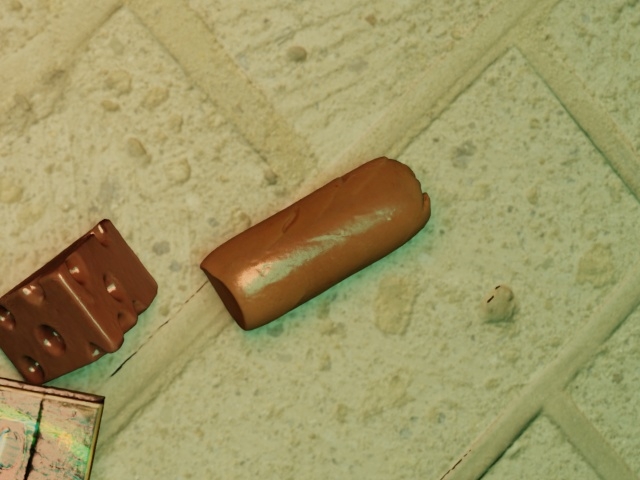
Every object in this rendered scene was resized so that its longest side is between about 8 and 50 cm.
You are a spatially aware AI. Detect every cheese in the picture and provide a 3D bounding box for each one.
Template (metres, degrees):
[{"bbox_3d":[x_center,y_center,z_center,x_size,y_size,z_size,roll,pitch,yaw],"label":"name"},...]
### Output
[{"bbox_3d":[-0.279,0.058,1.575,0.128,0.203,0.177,53,47,-11],"label":"cheese"}]

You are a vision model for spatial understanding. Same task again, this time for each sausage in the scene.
[{"bbox_3d":[0.001,0.000,1.682,0.304,0.121,0.121,-30,100,-15],"label":"sausage"}]

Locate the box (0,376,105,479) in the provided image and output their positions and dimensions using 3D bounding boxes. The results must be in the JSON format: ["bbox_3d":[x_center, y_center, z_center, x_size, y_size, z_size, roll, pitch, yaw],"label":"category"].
[{"bbox_3d":[-0.386,0.243,1.548,0.240,0.071,0.159,12,70,-12],"label":"box"}]
